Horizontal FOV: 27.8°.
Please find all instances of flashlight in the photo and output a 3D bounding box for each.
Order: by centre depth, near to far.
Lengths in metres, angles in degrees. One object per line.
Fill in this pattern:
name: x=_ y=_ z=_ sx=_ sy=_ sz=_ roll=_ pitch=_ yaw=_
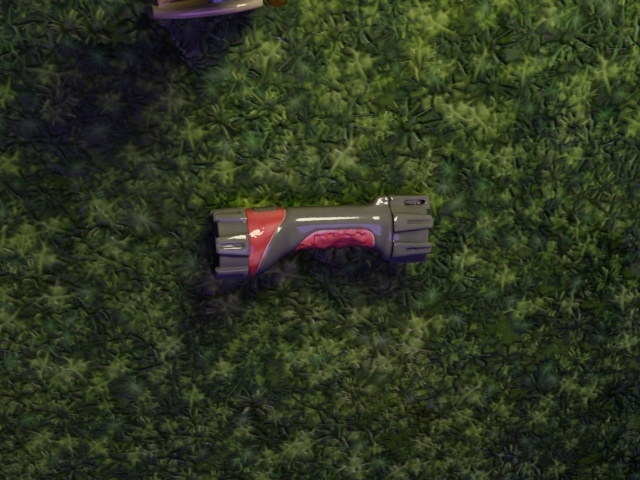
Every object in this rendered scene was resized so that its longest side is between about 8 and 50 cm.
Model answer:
flashlight: x=0.000 y=0.000 z=1.782 sx=0.304 sy=0.103 sz=0.103 roll=-1 pitch=149 yaw=-11

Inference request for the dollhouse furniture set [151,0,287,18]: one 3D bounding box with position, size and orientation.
dollhouse furniture set: x=-0.172 y=-0.298 z=1.431 sx=0.286 sy=0.303 sz=0.198 roll=-7 pitch=123 yaw=-6
